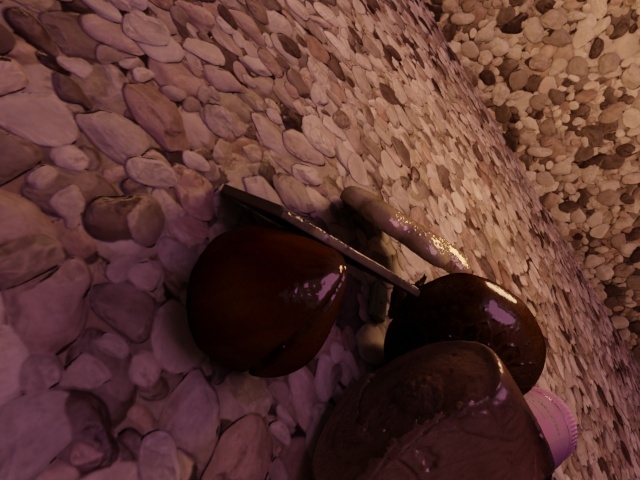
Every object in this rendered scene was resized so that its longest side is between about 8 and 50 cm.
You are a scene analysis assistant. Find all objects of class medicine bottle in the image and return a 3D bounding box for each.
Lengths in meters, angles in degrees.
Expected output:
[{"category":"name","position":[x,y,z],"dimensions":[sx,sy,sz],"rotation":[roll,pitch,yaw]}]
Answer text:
[{"category":"medicine bottle","position":[0.399,0.396,0.893],"dimensions":[0.291,0.178,0.178],"rotation":[14,58,-45]}]

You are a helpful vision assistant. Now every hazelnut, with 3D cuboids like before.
[{"category":"hazelnut","position":[-0.058,0.069,0.546],"dimensions":[0.208,0.208,0.208],"rotation":[28,48,-36]}]

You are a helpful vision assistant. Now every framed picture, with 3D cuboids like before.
[{"category":"framed picture","position":[0.000,0.000,0.686],"dimensions":[0.289,0.213,0.016],"rotation":[30,87,-35]}]

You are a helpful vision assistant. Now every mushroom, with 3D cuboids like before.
[{"category":"mushroom","position":[0.228,0.177,0.746],"dimensions":[0.278,0.296,0.163],"rotation":[27,47,21]}]

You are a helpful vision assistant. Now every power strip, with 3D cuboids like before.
[{"category":"power strip","position":[0.116,0.123,0.870],"dimensions":[0.040,0.016,0.090],"rotation":[41,41,-24]}]

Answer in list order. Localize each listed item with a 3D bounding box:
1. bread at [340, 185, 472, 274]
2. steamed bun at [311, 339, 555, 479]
[{"category":"bread","position":[0.170,-0.020,0.861],"dimensions":[0.316,0.054,0.316],"rotation":[33,7,-5]},{"category":"steamed bun","position":[0.144,0.290,0.616],"dimensions":[0.251,0.301,0.199],"rotation":[56,-1,-22]}]
